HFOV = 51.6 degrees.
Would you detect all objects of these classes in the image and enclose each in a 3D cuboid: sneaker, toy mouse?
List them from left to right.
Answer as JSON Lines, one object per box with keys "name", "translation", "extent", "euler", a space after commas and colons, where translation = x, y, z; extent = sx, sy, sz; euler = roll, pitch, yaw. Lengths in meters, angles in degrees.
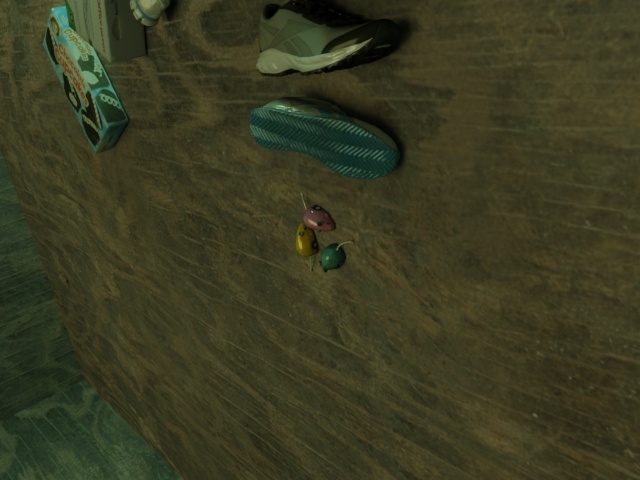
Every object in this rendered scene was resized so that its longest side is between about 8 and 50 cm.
{"name": "sneaker", "translation": [-0.330, -0.506, 1.237], "extent": [0.083, 0.071, 0.190], "euler": [-22, 93, 40]}
{"name": "sneaker", "translation": [-0.006, -0.279, 0.888], "extent": [0.271, 0.100, 0.108], "euler": [16, 119, 50]}
{"name": "toy mouse", "translation": [0.000, 0.000, 1.127], "extent": [0.143, 0.031, 0.161], "euler": [14, 122, 51]}
{"name": "sneaker", "translation": [0.014, -0.159, 0.956], "extent": [0.229, 0.092, 0.087], "euler": [23, 130, 21]}

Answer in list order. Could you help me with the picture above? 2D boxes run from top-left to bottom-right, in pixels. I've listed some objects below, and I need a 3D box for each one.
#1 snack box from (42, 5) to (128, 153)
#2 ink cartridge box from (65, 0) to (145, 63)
{"name": "snack box", "translation": [-0.602, -0.403, 1.684], "extent": [0.187, 0.060, 0.322], "euler": [-28, 88, 57]}
{"name": "ink cartridge box", "translation": [-0.457, -0.488, 1.395], "extent": [0.208, 0.087, 0.153], "euler": [42, 141, 32]}
